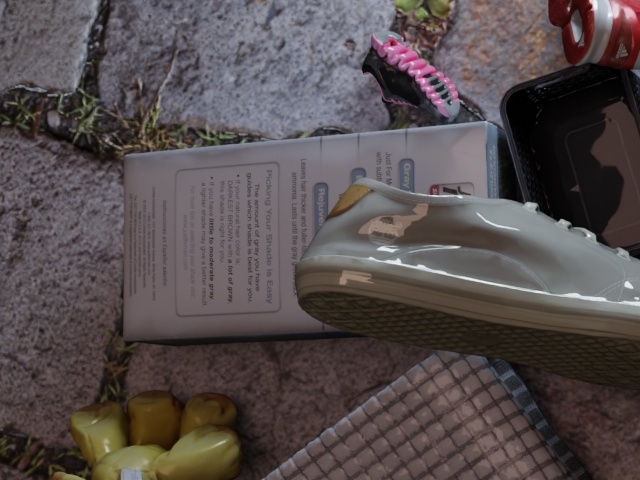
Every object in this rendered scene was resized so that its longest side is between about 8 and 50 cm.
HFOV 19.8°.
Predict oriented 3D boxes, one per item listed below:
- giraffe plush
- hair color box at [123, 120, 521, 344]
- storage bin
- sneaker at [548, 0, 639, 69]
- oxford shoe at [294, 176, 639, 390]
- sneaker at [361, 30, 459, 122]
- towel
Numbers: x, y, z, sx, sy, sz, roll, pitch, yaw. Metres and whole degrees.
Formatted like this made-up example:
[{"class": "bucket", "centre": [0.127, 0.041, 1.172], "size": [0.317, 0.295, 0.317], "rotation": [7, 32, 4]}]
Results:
[{"class": "giraffe plush", "centre": [-0.157, 0.264, 1.761], "size": [0.181, 0.210, 0.170], "rotation": [-1, 116, 12]}, {"class": "hair color box", "centre": [0.000, 0.000, 1.742], "size": [0.374, 0.113, 0.185], "rotation": [-4, 82, 23]}, {"class": "storage bin", "centre": [0.248, -0.064, 1.661], "size": [0.122, 0.084, 0.180], "rotation": [-19, 75, 20]}, {"class": "sneaker", "centre": [0.281, -0.208, 1.648], "size": [0.128, 0.221, 0.087], "rotation": [15, 128, -7]}, {"class": "oxford shoe", "centre": [0.203, 0.040, 1.549], "size": [0.449, 0.169, 0.130], "rotation": [13, 68, -7]}, {"class": "sneaker", "centre": [0.085, -0.148, 1.771], "size": [0.119, 0.047, 0.057], "rotation": [47, 123, 22]}, {"class": "towel", "centre": [0.101, 0.252, 1.661], "size": [0.283, 0.121, 0.235], "rotation": [-39, 77, 19]}]
